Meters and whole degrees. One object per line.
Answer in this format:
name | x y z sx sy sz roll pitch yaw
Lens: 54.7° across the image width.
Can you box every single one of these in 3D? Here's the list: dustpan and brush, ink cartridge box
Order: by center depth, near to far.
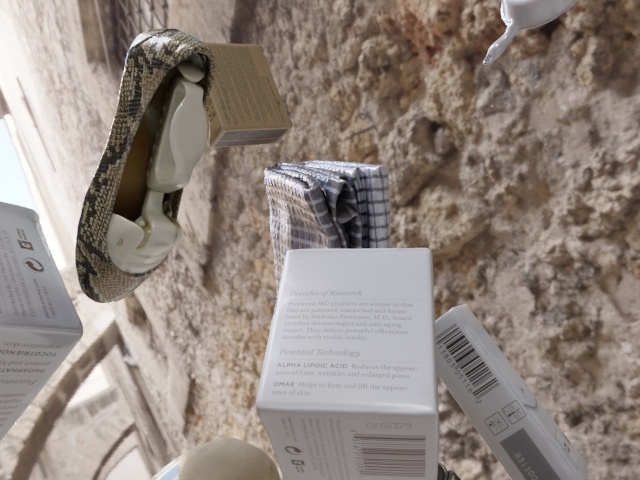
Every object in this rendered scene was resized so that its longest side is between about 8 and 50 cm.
dustpan and brush | 0.331 -0.375 1.007 0.211 0.147 0.060 -45 -44 -9
ink cartridge box | 0.322 0.251 1.054 0.091 0.308 0.385 -40 -16 17
ink cartridge box | -0.197 -0.340 1.441 0.193 0.235 0.088 -10 -18 -39

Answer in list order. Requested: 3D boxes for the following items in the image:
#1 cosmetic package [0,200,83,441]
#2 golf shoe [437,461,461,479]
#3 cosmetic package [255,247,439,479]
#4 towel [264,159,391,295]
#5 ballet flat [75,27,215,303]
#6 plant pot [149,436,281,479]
cosmetic package | -0.678 0.153 1.032 0.394 0.329 0.327 -48 -34 18
golf shoe | 0.134 0.401 0.897 0.077 0.094 0.198 -41 10 39
cosmetic package | 0.037 0.123 0.605 0.151 0.184 0.151 -1 -46 9
towel | 0.000 0.000 0.943 0.121 0.235 0.283 -8 12 -20
ballet flat | -0.275 -0.099 1.001 0.164 0.182 0.483 7 -77 -49
plant pot | -0.171 0.464 1.082 0.284 0.284 0.191 -51 6 46
